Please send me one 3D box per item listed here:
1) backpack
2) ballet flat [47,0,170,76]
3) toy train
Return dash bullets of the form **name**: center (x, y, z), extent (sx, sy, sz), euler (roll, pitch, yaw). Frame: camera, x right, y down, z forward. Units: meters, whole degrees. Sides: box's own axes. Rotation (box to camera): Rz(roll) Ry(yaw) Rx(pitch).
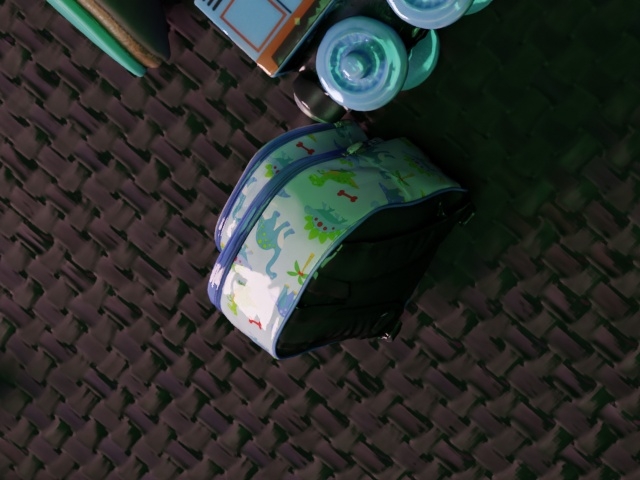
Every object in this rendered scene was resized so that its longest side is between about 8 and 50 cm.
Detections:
- **backpack**: center (0.000, 0.000, 0.611), extent (0.084, 0.114, 0.105), euler (40, 118, 21)
- **ballet flat**: center (-0.163, -0.193, 0.591), extent (0.280, 0.095, 0.096), euler (36, 92, -14)
- **toy train**: center (0.032, -0.138, 0.572), extent (0.105, 0.080, 0.184), euler (43, 115, 4)
